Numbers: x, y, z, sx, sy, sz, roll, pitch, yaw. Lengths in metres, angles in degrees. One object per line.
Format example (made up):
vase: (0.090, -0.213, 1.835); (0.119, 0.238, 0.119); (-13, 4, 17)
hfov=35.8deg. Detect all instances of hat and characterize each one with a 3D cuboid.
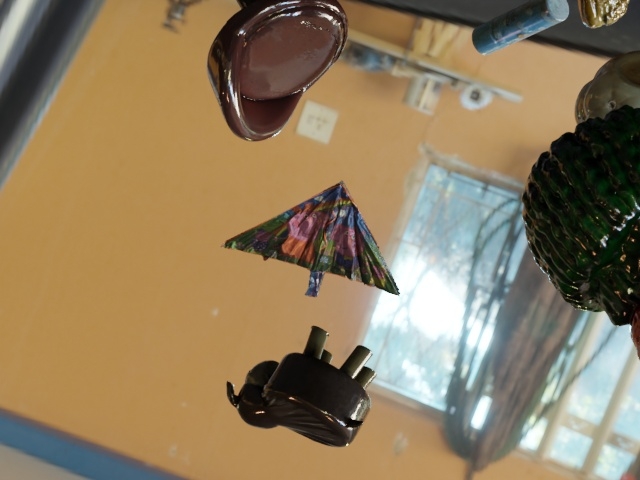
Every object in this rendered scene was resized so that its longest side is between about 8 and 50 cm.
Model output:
hat: (0.411, 0.022, 1.224); (0.332, 0.242, 0.274); (64, -178, 34)

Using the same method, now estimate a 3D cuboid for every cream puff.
cream puff: (0.557, -0.491, 1.949); (0.103, 0.143, 0.126); (-8, -155, 20)

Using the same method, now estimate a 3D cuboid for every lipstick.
lipstick: (0.294, -0.322, 1.472); (0.048, 0.048, 0.158); (14, 163, -31)

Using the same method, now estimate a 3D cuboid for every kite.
kite: (0.000, 0.000, 1.668); (0.321, 0.233, 0.016); (15, -149, -3)

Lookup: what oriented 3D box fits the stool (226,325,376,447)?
stool: (-0.019, 0.182, 1.224); (0.217, 0.121, 0.125); (-1, 142, 43)

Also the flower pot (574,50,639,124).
flower pot: (0.573, -0.217, 1.755); (0.246, 0.195, 0.246); (-2, -139, 2)

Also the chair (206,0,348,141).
chair: (-0.110, -0.356, 1.451); (0.227, 0.226, 0.401); (9, -134, -50)
